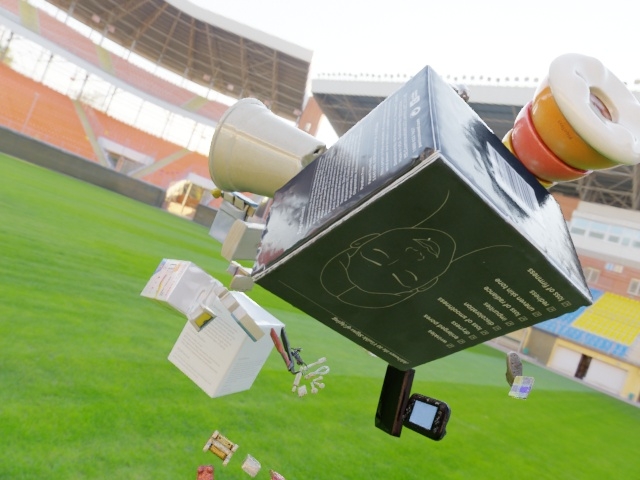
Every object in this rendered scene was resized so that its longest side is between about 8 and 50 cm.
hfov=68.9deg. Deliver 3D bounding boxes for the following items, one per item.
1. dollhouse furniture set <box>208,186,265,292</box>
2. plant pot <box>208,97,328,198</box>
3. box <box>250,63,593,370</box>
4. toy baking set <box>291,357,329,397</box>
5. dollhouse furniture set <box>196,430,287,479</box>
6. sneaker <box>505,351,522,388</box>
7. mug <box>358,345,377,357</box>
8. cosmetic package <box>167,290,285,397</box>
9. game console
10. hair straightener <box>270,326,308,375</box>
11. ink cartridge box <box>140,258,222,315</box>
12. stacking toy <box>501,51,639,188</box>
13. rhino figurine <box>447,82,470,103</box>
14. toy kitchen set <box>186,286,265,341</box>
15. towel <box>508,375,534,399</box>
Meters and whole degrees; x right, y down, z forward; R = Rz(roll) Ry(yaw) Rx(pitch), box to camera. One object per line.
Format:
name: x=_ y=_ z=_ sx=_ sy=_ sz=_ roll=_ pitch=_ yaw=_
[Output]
dollhouse furniture set: x=-0.346 y=-0.017 z=1.647 sx=0.303 sy=0.287 sz=0.198 roll=34 pitch=13 yaw=28
plant pot: x=-0.146 y=-0.269 z=1.559 sx=0.305 sy=0.334 sz=0.334 roll=24 pitch=-1 yaw=21
box: x=0.199 y=0.001 z=0.992 sx=0.479 sy=0.298 sz=0.471 roll=35 pitch=-50 yaw=-26
toy baking set: x=-0.053 y=0.777 z=2.640 sx=0.196 sy=0.256 sz=0.030 roll=-6 pitch=-52 yaw=21
dollhouse furniture set: x=-0.278 y=0.861 z=1.641 sx=0.374 sy=0.201 sz=0.152 roll=35 pitch=-21 yaw=3
sneaker: x=0.734 y=0.515 z=1.787 sx=0.066 sy=0.189 sz=0.071 roll=-17 pitch=3 yaw=-26
mug: x=0.249 y=0.255 z=1.854 sx=0.276 sy=0.374 sz=0.328 roll=22 pitch=34 yaw=-32
cosmetic package: x=-0.452 y=0.494 z=2.283 sx=0.329 sy=0.394 sz=0.327 roll=32 pitch=4 yaw=25
game console: x=0.276 y=0.497 z=1.412 sx=0.043 sy=0.213 sz=0.361 roll=20 pitch=-14 yaw=-17
hair straightener: x=-0.097 y=0.379 z=1.605 sx=0.088 sy=0.047 sz=0.230 roll=-2 pitch=29 yaw=-28
ink cartridge box: x=-0.522 y=0.185 z=1.754 sx=0.232 sy=0.171 sz=0.168 roll=1 pitch=-33 yaw=47
stacking toy: x=0.646 y=-0.270 z=1.381 sx=0.350 sy=0.351 sz=0.480 roll=22 pitch=-33 yaw=-18
rhino figurine: x=0.360 y=-0.426 z=1.376 sx=0.106 sy=0.073 sz=0.243 roll=-11 pitch=4 yaw=42
toy kitchen set: x=-0.315 y=0.275 z=1.524 sx=0.207 sy=0.166 sz=0.122 roll=35 pitch=-18 yaw=50
towel: x=0.621 y=0.454 z=1.445 sx=0.060 sy=0.083 sz=0.009 roll=-6 pitch=-57 yaw=49
